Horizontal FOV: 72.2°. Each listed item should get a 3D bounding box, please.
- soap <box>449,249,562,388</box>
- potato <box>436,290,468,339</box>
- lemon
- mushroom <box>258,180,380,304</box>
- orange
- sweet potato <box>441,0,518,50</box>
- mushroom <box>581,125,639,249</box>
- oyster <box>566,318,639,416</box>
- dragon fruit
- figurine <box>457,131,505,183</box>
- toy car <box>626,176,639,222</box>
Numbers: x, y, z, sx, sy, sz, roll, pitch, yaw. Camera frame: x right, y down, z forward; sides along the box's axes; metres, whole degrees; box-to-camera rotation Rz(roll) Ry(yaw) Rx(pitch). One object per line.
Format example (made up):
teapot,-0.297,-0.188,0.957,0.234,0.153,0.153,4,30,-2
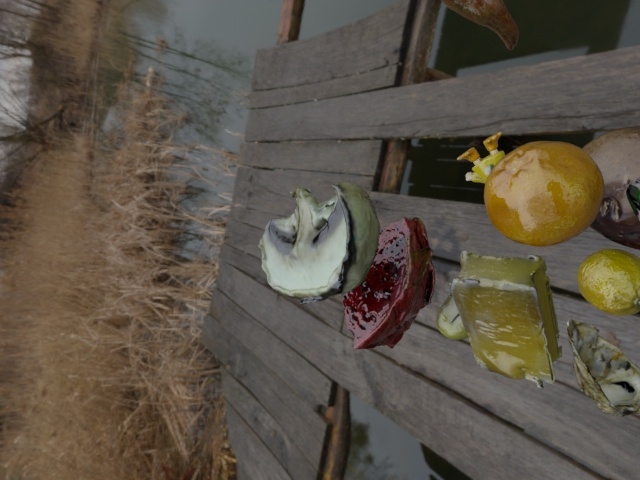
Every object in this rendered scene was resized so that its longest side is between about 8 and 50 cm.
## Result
soap,0.307,0.129,0.722,0.135,0.076,0.233,3,129,41
potato,0.449,0.191,1.323,0.143,0.169,0.248,39,97,11
lemon,0.887,0.125,1.318,0.231,0.192,0.192,-105,34,-61
mushroom,0.002,0.000,0.864,0.344,0.130,0.247,-36,60,51
orange,0.312,-0.071,0.627,0.159,0.136,0.158,-36,37,34
sweet potato,0.312,-0.456,0.861,0.058,0.255,0.078,-66,19,-3
mushroom,0.878,-0.129,1.198,0.331,0.356,0.334,58,134,44
oyster,0.639,0.285,0.993,0.294,0.166,0.094,51,156,-3
dragon fruit,0.167,0.081,1.066,0.240,0.330,0.302,38,100,23
figurine,0.648,-0.198,1.524,0.343,0.187,0.215,53,149,-8
toy car,0.316,0.001,0.372,0.055,0.142,0.069,-43,12,25
